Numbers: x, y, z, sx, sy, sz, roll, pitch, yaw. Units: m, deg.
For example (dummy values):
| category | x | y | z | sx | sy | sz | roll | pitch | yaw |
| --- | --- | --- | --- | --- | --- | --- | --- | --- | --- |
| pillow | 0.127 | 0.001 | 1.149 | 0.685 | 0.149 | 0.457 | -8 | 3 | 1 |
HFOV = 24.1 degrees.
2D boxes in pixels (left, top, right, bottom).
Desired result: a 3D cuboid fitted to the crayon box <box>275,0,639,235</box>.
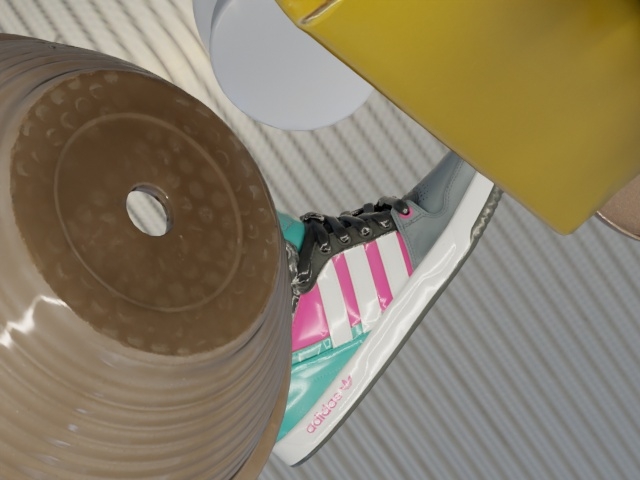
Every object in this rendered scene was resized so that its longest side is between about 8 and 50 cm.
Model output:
| category | x | y | z | sx | sy | sz | roll | pitch | yaw |
| --- | --- | --- | --- | --- | --- | --- | --- | --- | --- |
| crayon box | 0.014 | -0.126 | 0.480 | 0.081 | 0.202 | 0.318 | -41 | 60 | 11 |

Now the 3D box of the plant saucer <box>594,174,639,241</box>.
| category | x | y | z | sx | sy | sz | roll | pitch | yaw |
| --- | --- | --- | --- | --- | --- | --- | --- | --- | --- |
| plant saucer | 0.301 | -0.076 | 1.465 | 0.199 | 0.036 | 0.198 | 14 | 57 | -23 |

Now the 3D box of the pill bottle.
| category | x | y | z | sx | sy | sz | roll | pitch | yaw |
| --- | --- | --- | --- | --- | --- | --- | --- | --- | --- |
| pill bottle | -0.009 | -0.188 | 1.056 | 0.152 | 0.272 | 0.152 | 1 | 121 | 1 |

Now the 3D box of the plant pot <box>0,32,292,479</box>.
| category | x | y | z | sx | sy | sz | roll | pitch | yaw |
| --- | --- | --- | --- | --- | --- | --- | --- | --- | --- |
| plant pot | -0.093 | 0.010 | 0.585 | 0.237 | 0.110 | 0.237 | 18 | 58 | -31 |

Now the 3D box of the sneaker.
| category | x | y | z | sx | sy | sz | roll | pitch | yaw |
| --- | --- | --- | --- | --- | --- | --- | --- | --- | --- |
| sneaker | 0.000 | 0.000 | 1.121 | 0.178 | 0.124 | 0.295 | 38 | 81 | -6 |
